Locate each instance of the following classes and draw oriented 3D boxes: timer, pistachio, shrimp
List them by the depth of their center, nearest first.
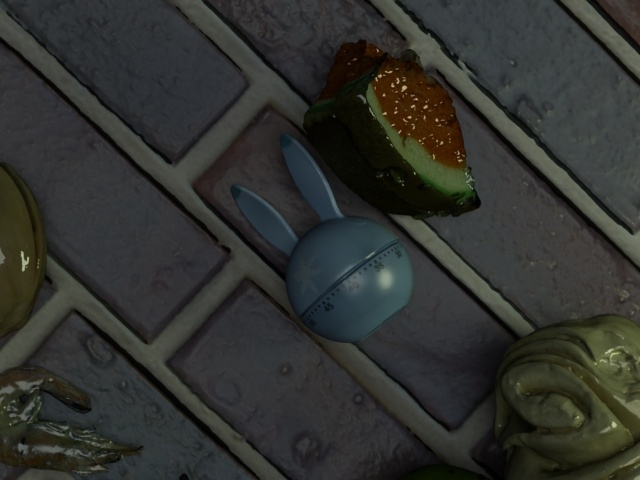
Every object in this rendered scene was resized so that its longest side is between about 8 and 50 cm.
[{"bbox_3d":[-0.398,0.009,1.731,0.135,0.136,0.226,-2,84,-7],"label":"pistachio"},{"bbox_3d":[-0.328,0.226,1.776,0.223,0.047,0.126,11,78,-6],"label":"shrimp"},{"bbox_3d":[0.017,0.008,1.785,0.175,0.175,0.255,-21,63,-7],"label":"timer"}]

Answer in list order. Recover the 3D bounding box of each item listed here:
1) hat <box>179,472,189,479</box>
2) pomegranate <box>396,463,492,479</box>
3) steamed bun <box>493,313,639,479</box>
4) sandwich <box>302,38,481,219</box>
[{"bbox_3d":[-0.243,0.372,1.695,0.336,0.238,0.209,22,89,3],"label":"hat"},{"bbox_3d":[0.182,0.410,1.759,0.301,0.236,0.236,33,86,-18],"label":"pomegranate"},{"bbox_3d":[0.312,0.239,1.716,0.203,0.276,0.289,-4,77,-25],"label":"steamed bun"},{"bbox_3d":[0.082,-0.143,1.753,0.109,0.292,0.212,-14,76,29],"label":"sandwich"}]
